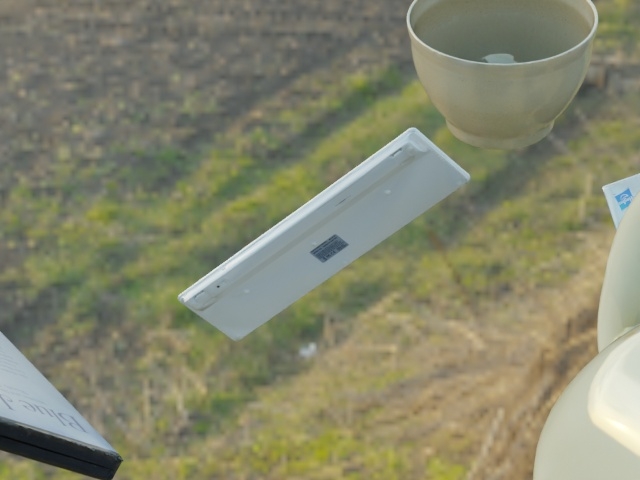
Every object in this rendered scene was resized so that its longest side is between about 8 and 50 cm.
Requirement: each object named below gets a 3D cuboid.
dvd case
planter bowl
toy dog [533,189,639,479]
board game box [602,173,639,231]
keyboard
[{"bbox_3d":[-0.259,0.074,1.147,0.180,0.022,0.253,25,6,-41],"label":"dvd case"},{"bbox_3d":[0.157,-0.148,1.492,0.162,0.109,0.162,-2,37,2],"label":"planter bowl"},{"bbox_3d":[0.265,0.130,0.676,0.284,0.396,0.408,6,-16,-19],"label":"toy dog"},{"bbox_3d":[0.466,0.044,1.657,0.308,0.302,0.086,-20,-11,15],"label":"board game box"},{"bbox_3d":[0.000,0.000,1.373,0.072,0.256,0.014,35,32,-36],"label":"keyboard"}]
